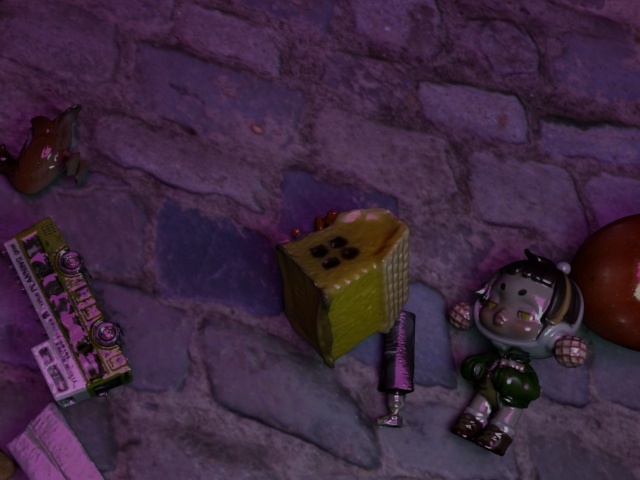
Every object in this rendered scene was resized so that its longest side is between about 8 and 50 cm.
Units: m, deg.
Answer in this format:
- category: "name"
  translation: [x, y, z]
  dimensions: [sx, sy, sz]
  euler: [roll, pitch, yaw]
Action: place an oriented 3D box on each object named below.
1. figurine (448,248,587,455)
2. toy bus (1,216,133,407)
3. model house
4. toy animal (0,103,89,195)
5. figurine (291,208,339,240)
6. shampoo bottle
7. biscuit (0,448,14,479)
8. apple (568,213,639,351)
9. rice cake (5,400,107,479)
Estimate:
- category: "figurine"
  translation: [0.346, 0.190, 1.465]
  dimensions: [0.167, 0.281, 0.370]
  euler: [29, 81, -43]
- category: "toy bus"
  translation: [-0.428, 0.121, 1.376]
  dimensions: [0.139, 0.113, 0.301]
  euler: [-26, 76, -18]
- category: "model house"
  translation: [0.064, 0.070, 1.422]
  dimensions: [0.234, 0.193, 0.175]
  euler: [-23, 44, -17]
- category: "toy animal"
  translation: [-0.499, -0.169, 1.474]
  dimensions: [0.179, 0.089, 0.188]
  euler: [16, 74, 10]
- category: "figurine"
  translation: [0.005, 0.002, 1.525]
  dimensions: [0.143, 0.068, 0.101]
  euler: [-25, 73, -31]
- category: "shampoo bottle"
  translation: [0.135, 0.230, 1.477]
  dimensions: [0.063, 0.057, 0.207]
  euler: [9, 70, -8]
- category: "biscuit"
  translation: [-0.543, 0.331, 1.297]
  dimensions: [0.147, 0.071, 0.018]
  euler: [35, 112, 15]
- category: "apple"
  translation: [0.586, 0.075, 1.520]
  dimensions: [0.260, 0.216, 0.260]
  euler: [8, 74, -29]
- category: "rice cake"
  translation: [-0.384, 0.408, 1.318]
  dimensions: [0.106, 0.050, 0.298]
  euler: [-36, 82, -21]
